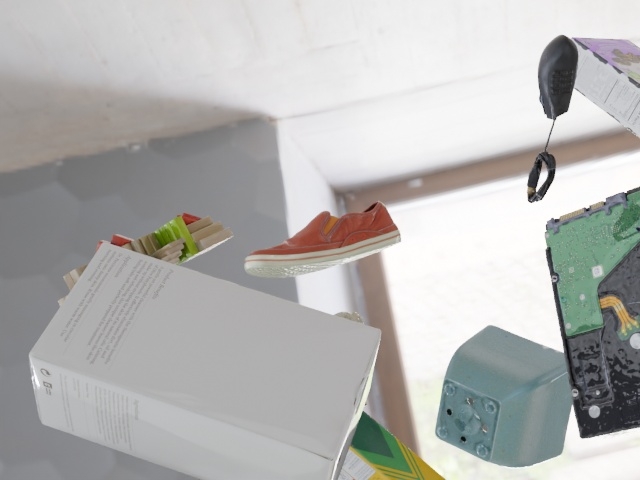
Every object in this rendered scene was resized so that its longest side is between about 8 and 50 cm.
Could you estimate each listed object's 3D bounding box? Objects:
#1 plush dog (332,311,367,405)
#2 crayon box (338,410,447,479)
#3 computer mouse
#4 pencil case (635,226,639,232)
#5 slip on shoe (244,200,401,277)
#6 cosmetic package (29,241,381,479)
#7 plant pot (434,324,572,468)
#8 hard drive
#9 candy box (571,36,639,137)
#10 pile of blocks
[{"bbox_3d":[-0.018,0.293,2.204,0.262,0.210,0.225,-30,175,43],"label":"plush dog"},{"bbox_3d":[0.121,0.456,1.945,0.083,0.323,0.203,-46,172,-35],"label":"crayon box"},{"bbox_3d":[0.299,-0.159,1.407,0.041,0.071,0.242,-1,117,-13],"label":"computer mouse"},{"bbox_3d":[0.470,0.012,1.354,0.070,0.151,0.064,27,117,-30],"label":"pencil case"},{"bbox_3d":[0.000,0.000,1.951,0.331,0.101,0.123,-16,174,-29],"label":"slip on shoe"},{"bbox_3d":[-0.132,0.163,1.241,0.366,0.197,0.155,19,138,8],"label":"cosmetic package"},{"bbox_3d":[0.385,0.361,2.300,0.248,0.247,0.252,21,-157,36],"label":"plant pot"},{"bbox_3d":[0.455,0.098,1.494,0.237,0.338,0.064,-23,154,37],"label":"hard drive"},{"bbox_3d":[0.494,-0.240,1.638,0.165,0.196,0.070,-8,132,-42],"label":"candy box"},{"bbox_3d":[-0.358,0.024,2.068,0.362,0.112,0.149,-28,180,-19],"label":"pile of blocks"}]
